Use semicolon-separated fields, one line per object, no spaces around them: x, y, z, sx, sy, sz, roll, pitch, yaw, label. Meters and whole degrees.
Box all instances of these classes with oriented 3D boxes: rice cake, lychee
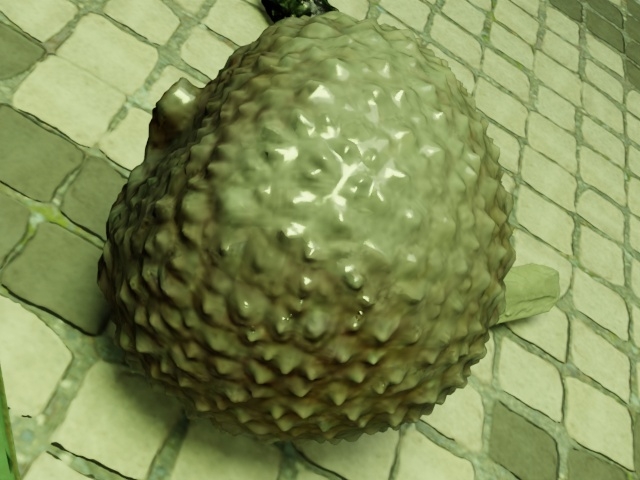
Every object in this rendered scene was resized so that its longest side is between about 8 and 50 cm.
0.129;0.059;0.820;0.256;0.057;0.052;-5;75;-39;rice cake
0.000;-0.002;0.597;0.300;0.300;0.300;20;45;-21;lychee

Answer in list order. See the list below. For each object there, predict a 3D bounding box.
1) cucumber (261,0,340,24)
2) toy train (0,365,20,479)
0.030;-0.197;0.960;0.300;0.072;0.072;45;41;9;cucumber
-0.248;0.063;0.464;0.129;0.159;0.326;4;51;-37;toy train
